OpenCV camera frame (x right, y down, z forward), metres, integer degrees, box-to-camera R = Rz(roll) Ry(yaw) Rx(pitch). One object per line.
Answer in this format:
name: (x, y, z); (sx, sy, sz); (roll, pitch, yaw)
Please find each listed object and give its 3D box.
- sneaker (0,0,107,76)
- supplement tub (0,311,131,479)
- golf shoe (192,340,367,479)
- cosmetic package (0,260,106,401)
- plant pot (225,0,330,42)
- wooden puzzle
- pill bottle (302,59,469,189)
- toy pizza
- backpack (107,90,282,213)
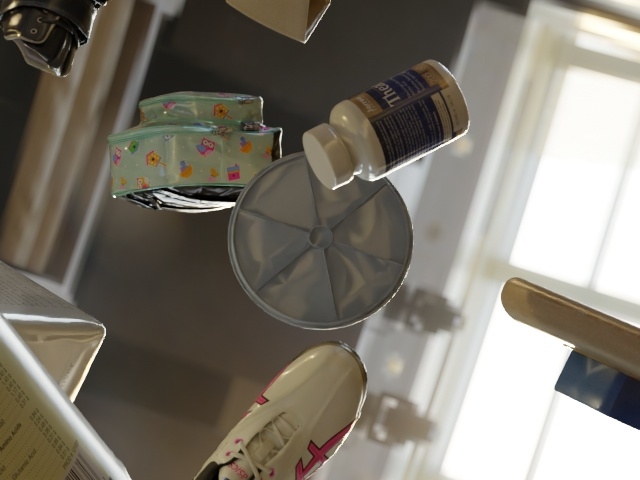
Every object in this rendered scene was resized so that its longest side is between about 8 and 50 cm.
sneaker: (-0.217, -0.243, 1.934); (0.086, 0.226, 0.163); (54, -140, -53)
supplement tub: (-0.289, 0.113, 1.180); (0.325, 0.235, 0.235); (55, -136, -19)
golf shoe: (-0.033, 0.150, 1.373); (0.186, 0.067, 0.086); (-52, -4, 21)
cosmetic package: (-0.468, 0.137, 1.744); (0.329, 0.327, 0.394); (-62, -20, 6)
plant pot: (-0.043, -0.287, 2.044); (0.109, 0.096, 0.109); (-62, -18, -55)
wooden puzzle: (0.359, 0.172, 1.832); (0.348, 0.322, 0.080); (31, -93, -30)
pill bottle: (0.049, -0.087, 1.500); (0.120, 0.067, 0.067); (-27, -37, -17)
toy pizza: (0.000, 0.000, 2.103); (0.032, 0.201, 0.201); (98, -166, -76)
backpack: (-0.154, -0.102, 2.263); (0.188, 0.166, 0.144); (-10, -86, -35)
